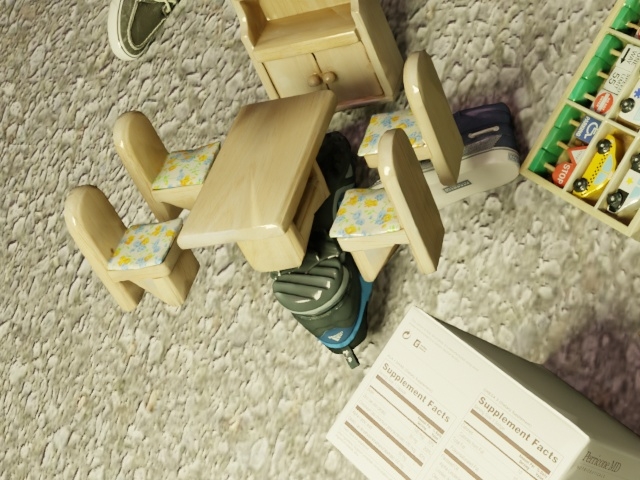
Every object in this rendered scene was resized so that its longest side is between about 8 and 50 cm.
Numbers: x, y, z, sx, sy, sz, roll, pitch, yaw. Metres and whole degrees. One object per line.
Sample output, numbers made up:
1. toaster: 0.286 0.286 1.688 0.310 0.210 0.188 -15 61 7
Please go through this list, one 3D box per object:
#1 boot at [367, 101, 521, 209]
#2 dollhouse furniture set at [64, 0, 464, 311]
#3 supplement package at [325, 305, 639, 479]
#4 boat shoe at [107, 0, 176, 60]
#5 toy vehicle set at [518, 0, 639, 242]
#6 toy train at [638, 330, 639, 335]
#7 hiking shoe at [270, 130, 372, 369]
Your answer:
1. boot: 0.133 -0.089 1.307 0.190 0.069 0.086 -16 57 23
2. dollhouse furniture set: -0.055 -0.160 1.231 0.362 0.256 0.394 -8 39 25
3. supplement package: 0.176 0.195 1.031 0.204 0.262 0.145 37 97 39
4. boat shoe: -0.243 -0.364 1.677 0.070 0.077 0.219 8 76 40
5. toy vehicle set: 0.329 -0.147 1.167 0.166 0.035 0.267 37 101 47
6. toy train: 0.342 0.138 1.076 0.027 0.036 0.158 -39 54 19
7. hiking shoe: 0.000 0.000 1.335 0.113 0.132 0.304 -14 41 17
